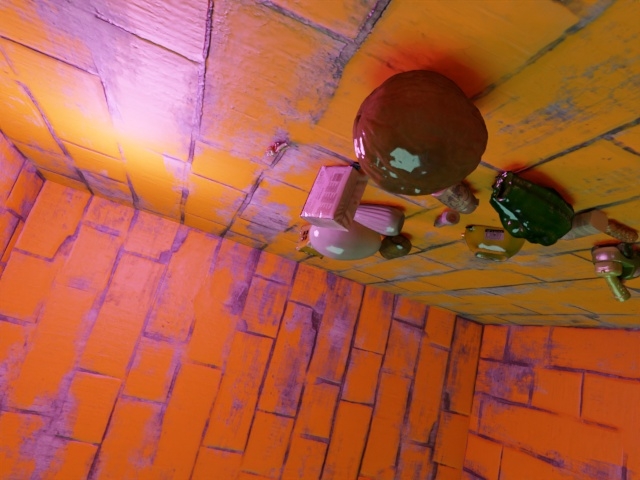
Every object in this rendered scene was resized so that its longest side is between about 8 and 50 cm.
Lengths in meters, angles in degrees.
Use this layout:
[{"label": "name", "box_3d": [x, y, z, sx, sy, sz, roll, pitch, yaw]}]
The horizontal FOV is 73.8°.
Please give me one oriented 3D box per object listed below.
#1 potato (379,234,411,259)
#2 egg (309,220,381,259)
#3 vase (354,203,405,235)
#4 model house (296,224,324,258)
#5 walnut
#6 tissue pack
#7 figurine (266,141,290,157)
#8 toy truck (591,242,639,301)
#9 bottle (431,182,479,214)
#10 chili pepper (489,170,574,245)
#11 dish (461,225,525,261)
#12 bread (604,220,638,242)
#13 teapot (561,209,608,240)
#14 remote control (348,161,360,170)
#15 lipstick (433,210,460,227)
[{"label": "potato", "box_3d": [0.400, 0.030, 2.285, 0.150, 0.113, 0.251, 25, 155, -9]}, {"label": "egg", "box_3d": [0.126, -0.010, 2.165, 0.371, 0.229, 0.230, 10, 166, -5]}, {"label": "vase", "box_3d": [0.247, -0.105, 1.919, 0.248, 0.128, 0.128, 18, 168, 24]}, {"label": "model house", "box_3d": [0.000, 0.000, 2.432, 0.194, 0.174, 0.234, 22, 167, -23]}, {"label": "walnut", "box_3d": [0.243, -0.257, 1.051, 0.333, 0.332, 0.333, 14, 165, 4]}, {"label": "tissue pack", "box_3d": [0.052, -0.163, 1.650, 0.185, 0.225, 0.124, 9, 163, 45]}, {"label": "figurine", "box_3d": [-0.155, -0.342, 1.586, 0.109, 0.047, 0.064, -10, 145, 39]}, {"label": "toy truck", "box_3d": [1.159, 0.110, 1.675, 0.187, 0.210, 0.148, 39, 158, -16]}, {"label": "bottle", "box_3d": [0.475, -0.160, 1.523, 0.209, 0.097, 0.110, 26, 159, -37]}, {"label": "chili pepper", "box_3d": [0.687, -0.095, 1.422, 0.385, 0.167, 0.213, 25, 160, -30]}, {"label": "dish", "box_3d": [0.762, 0.024, 1.901, 0.263, 0.108, 0.221, 12, 164, 10]}, {"label": "bread", "box_3d": [1.067, -0.029, 1.523, 0.157, 0.044, 0.052, 19, 159, -18]}, {"label": "teapot", "box_3d": [0.906, -0.053, 1.535, 0.107, 0.077, 0.200, 21, 164, -9]}, {"label": "remote control", "box_3d": [0.128, -0.275, 1.607, 0.039, 0.014, 0.096, 19, 166, -10]}, {"label": "lipstick", "box_3d": [0.531, -0.085, 1.841, 0.063, 0.057, 0.186, 17, 171, -6]}]
